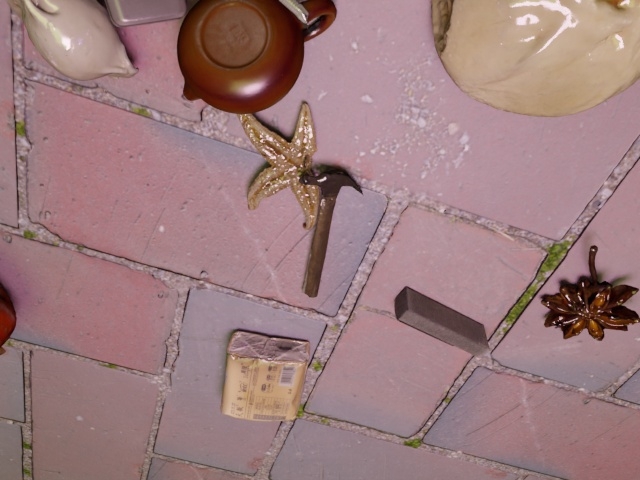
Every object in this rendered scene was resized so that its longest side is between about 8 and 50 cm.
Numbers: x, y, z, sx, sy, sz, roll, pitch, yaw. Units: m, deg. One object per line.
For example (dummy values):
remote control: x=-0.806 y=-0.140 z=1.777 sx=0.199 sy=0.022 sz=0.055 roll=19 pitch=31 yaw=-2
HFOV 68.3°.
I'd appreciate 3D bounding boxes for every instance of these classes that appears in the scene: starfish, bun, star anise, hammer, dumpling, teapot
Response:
starfish: x=-0.072 y=-0.118 z=0.815 sx=0.138 sy=0.050 sz=0.247 roll=1 pitch=122 yaw=4
bun: x=0.311 y=-0.321 z=0.571 sx=0.365 sy=0.202 sz=0.363 roll=1 pitch=124 yaw=1
star anise: x=0.535 y=0.114 z=0.905 sx=0.178 sy=0.073 sz=0.233 roll=18 pitch=139 yaw=1
hammer: x=0.000 y=-0.001 z=0.886 sx=0.125 sy=0.027 sz=0.297 roll=-3 pitch=129 yaw=-19
dumpling: x=-0.362 y=-0.297 z=0.669 sx=0.155 sy=0.111 sz=0.181 roll=10 pitch=135 yaw=39
teapot: x=-0.092 y=-0.275 z=0.682 sx=0.252 sy=0.135 sz=0.178 roll=-26 pitch=89 yaw=-1

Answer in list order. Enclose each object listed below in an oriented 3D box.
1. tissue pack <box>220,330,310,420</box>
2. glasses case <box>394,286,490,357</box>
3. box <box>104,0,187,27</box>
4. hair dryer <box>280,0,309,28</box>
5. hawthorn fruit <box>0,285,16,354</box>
tissue pack: x=-0.128 y=0.317 z=1.077 sx=0.187 sy=0.090 sz=0.222 roll=8 pitch=124 yaw=-4
glasses case: x=0.249 y=0.172 z=0.970 sx=0.205 sy=0.070 sz=0.047 roll=27 pitch=124 yaw=-14
box: x=-0.252 y=-0.409 z=0.602 sx=0.103 sy=0.055 sz=0.243 roll=-19 pitch=117 yaw=-19
hair dryer: x=-0.164 y=-0.345 z=0.563 sx=0.229 sy=0.092 sz=0.267 roll=-19 pitch=118 yaw=10
hawthorn fruit: x=-0.752 y=0.160 z=0.920 sx=0.276 sy=0.275 sz=0.299 roll=-21 pitch=134 yaw=16
